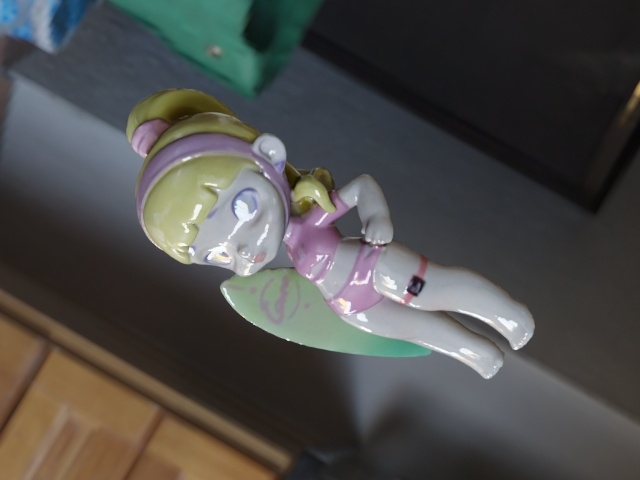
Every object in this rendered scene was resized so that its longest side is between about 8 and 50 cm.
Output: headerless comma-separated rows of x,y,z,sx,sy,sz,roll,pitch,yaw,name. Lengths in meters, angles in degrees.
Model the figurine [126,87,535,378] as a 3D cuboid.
0.000,0.000,0.699,0.083,0.187,0.083,-63,-172,15,figurine
